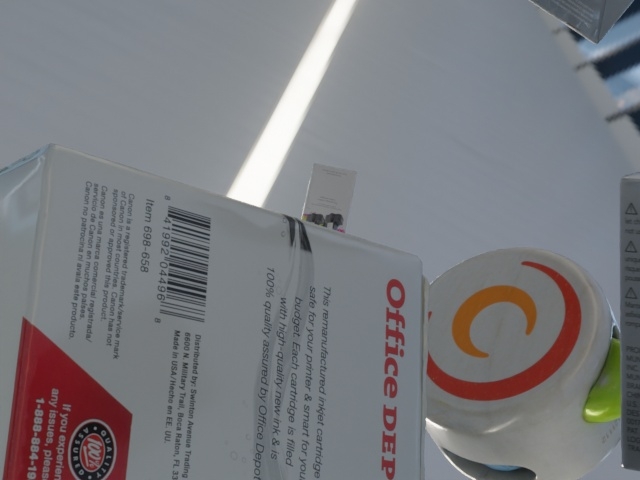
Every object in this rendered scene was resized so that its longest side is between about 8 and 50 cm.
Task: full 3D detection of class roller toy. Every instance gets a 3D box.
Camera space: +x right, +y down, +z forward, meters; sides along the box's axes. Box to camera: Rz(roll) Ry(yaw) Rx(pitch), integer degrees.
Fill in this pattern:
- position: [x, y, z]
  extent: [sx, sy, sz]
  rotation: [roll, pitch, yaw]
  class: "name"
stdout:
- position: [0.175, 0.116, 1.023]
  extent: [0.146, 0.191, 0.209]
  rotation: [57, -172, -43]
  class: "roller toy"

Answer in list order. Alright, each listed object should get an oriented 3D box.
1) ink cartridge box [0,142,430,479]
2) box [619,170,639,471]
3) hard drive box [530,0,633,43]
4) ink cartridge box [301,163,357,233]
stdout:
- position: [-0.071, 0.083, 0.662]
  extent: [0.273, 0.114, 0.196]
  rotation: [17, -111, -38]
  class: "ink cartridge box"
- position: [0.202, 0.015, 0.430]
  extent: [0.114, 0.103, 0.203]
  rotation: [5, -166, 37]
  class: "box"
- position: [0.146, -0.286, 0.968]
  extent: [0.181, 0.089, 0.232]
  rotation: [18, -153, -47]
  class: "hard drive box"
- position: [0.000, 0.000, 1.527]
  extent: [0.062, 0.181, 0.104]
  rotation: [12, 170, 0]
  class: "ink cartridge box"
